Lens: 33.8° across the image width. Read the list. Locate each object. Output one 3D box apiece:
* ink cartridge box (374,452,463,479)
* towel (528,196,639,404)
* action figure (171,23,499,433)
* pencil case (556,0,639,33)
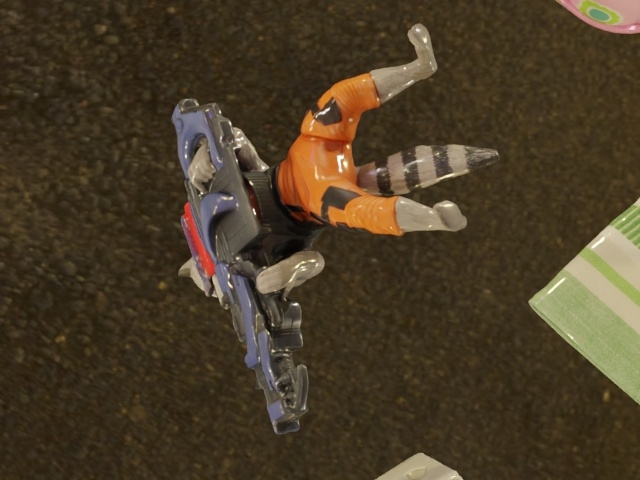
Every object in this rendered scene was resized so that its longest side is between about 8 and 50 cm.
[{"bbox_3d":[0.146,0.398,1.161,0.121,0.211,0.289,-28,88,-9],"label":"ink cartridge box"},{"bbox_3d":[0.414,0.040,1.068,0.325,0.248,0.038,-42,161,-10],"label":"towel"},{"bbox_3d":[0.000,0.000,1.004,0.178,0.330,0.341,5,67,-51],"label":"action figure"},{"bbox_3d":[0.232,-0.274,0.670,0.124,0.124,0.284,35,71,-31],"label":"pencil case"}]
